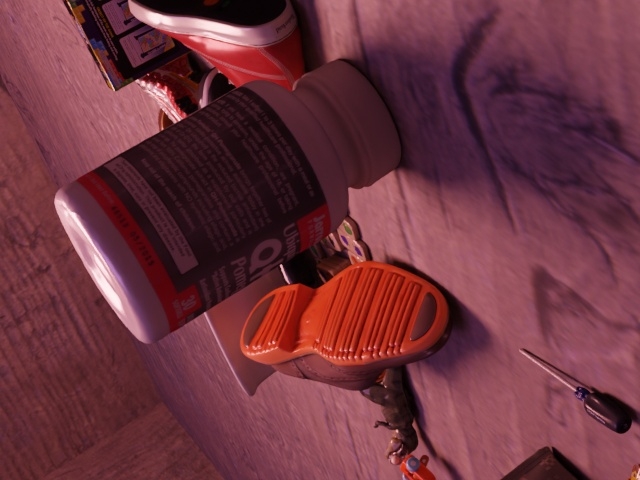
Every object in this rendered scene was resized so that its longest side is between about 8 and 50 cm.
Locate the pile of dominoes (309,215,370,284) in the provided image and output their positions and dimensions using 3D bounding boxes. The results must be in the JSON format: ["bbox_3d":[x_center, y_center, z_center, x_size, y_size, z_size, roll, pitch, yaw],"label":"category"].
[{"bbox_3d":[0.000,0.000,1.499,0.251,0.040,0.196,63,163,-18],"label":"pile of dominoes"}]

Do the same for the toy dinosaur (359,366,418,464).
[{"bbox_3d":[0.077,0.198,1.597,0.118,0.064,0.268,26,147,32],"label":"toy dinosaur"}]

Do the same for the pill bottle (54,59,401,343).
[{"bbox_3d":[-0.084,-0.050,1.161,0.176,0.318,0.176,51,163,23],"label":"pill bottle"}]

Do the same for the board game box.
[{"bbox_3d":[-0.242,-0.297,1.477,0.170,0.141,0.048,65,167,-22],"label":"board game box"}]

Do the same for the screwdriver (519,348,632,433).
[{"bbox_3d":[0.234,0.136,1.110,0.025,0.024,0.170,34,-177,-36],"label":"screwdriver"}]

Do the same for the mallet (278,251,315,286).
[{"bbox_3d":[-0.031,0.036,1.596,0.190,0.039,0.062,25,-138,-86],"label":"mallet"}]

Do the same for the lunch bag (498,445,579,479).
[{"bbox_3d":[0.206,0.400,1.196,0.235,0.287,0.169,43,158,38],"label":"lunch bag"}]

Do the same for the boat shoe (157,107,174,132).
[{"bbox_3d":[-0.193,-0.119,1.774,0.073,0.073,0.207,23,142,59],"label":"boat shoe"}]

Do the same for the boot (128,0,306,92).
[{"bbox_3d":[-0.107,-0.203,1.313,0.244,0.088,0.176,24,148,37],"label":"boot"}]

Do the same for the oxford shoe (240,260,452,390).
[{"bbox_3d":[0.052,0.114,1.418,0.133,0.130,0.364,34,158,-27],"label":"oxford shoe"}]

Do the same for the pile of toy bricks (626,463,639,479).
[{"bbox_3d":[0.312,0.187,0.872,0.212,0.118,0.105,-152,66,-75],"label":"pile of toy bricks"}]

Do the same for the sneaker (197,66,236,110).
[{"bbox_3d":[-0.071,-0.111,1.456,0.097,0.084,0.234,-8,107,45],"label":"sneaker"}]

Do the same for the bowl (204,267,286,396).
[{"bbox_3d":[-0.105,0.066,1.694,0.298,0.134,0.298,156,90,-88],"label":"bowl"}]

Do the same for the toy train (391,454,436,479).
[{"bbox_3d":[0.157,0.358,1.658,0.125,0.046,0.166,38,154,22],"label":"toy train"}]

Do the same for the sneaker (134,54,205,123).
[{"bbox_3d":[-0.202,-0.204,1.626,0.225,0.088,0.092,48,162,32],"label":"sneaker"}]
